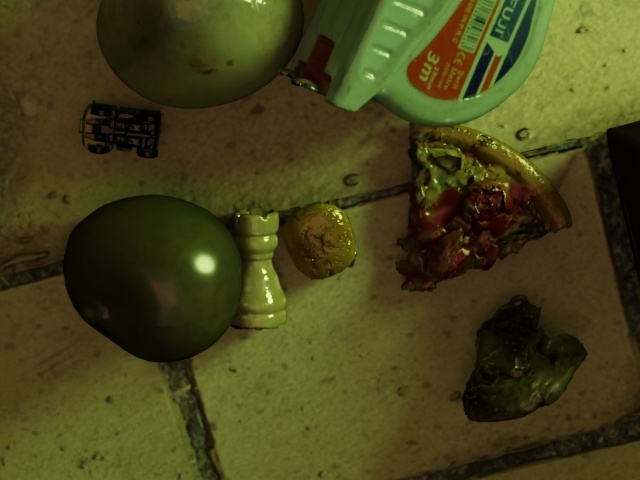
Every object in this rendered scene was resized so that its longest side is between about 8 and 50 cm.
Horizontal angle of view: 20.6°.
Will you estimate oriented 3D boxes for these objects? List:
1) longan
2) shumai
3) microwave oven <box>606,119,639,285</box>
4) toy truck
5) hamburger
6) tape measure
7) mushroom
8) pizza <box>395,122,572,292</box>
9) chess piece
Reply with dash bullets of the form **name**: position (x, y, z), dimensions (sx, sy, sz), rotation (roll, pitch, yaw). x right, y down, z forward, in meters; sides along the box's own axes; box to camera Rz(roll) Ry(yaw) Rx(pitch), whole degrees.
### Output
- **longan**: position (-0.170, 0.036, 1.807), dimensions (0.189, 0.189, 0.189), rotation (0, 106, 0)
- **shumai**: position (0.201, 0.137, 1.864), dimensions (0.105, 0.123, 0.139), rotation (38, 116, 1)
- **microwave oven**: position (0.411, -0.017, 1.785), dimensions (0.178, 0.188, 0.248), rotation (-15, 102, -1)
- **toy truck**: position (-0.206, -0.116, 1.820), dimensions (0.083, 0.054, 0.049), rotation (6, 106, -2)
- **hamburger**: position (0.000, 0.000, 1.860), dimensions (0.076, 0.044, 0.083), rotation (-26, 102, 7)
- **tape measure**: position (0.104, -0.231, 1.725), dimensions (0.246, 0.125, 0.243), rotation (17, 103, -37)
- **mushroom**: position (-0.121, -0.236, 1.737), dimensions (0.204, 0.204, 0.204), rotation (0, 106, 0)
- **pizza**: position (0.154, -0.015, 1.849), dimensions (0.201, 0.053, 0.193), rotation (23, 105, -7)
- **chess piece**: position (-0.067, 0.029, 1.858), dimensions (0.066, 0.066, 0.122), rotation (0, 103, 0)
